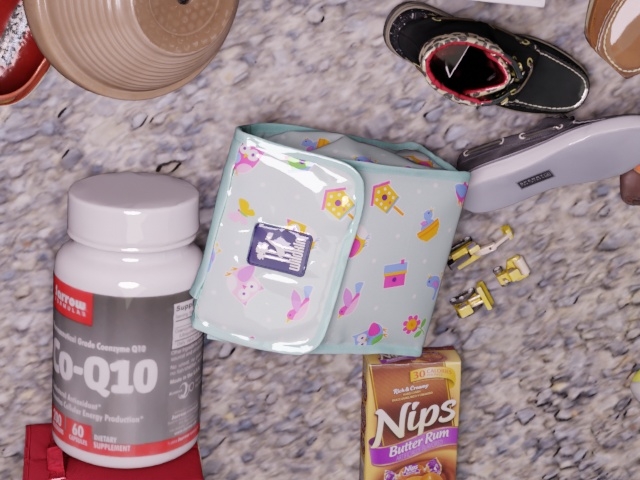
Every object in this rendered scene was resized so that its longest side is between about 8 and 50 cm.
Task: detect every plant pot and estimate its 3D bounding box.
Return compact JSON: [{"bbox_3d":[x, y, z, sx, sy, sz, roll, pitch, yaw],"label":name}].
[{"bbox_3d":[-0.161,-0.246,1.463,0.237,0.110,0.237,-13,112,-34],"label":"plant pot"}]

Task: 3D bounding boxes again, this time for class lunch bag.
[{"bbox_3d":[0.000,0.000,1.565,0.262,0.160,0.223,5,108,-34],"label":"lunch bag"}]

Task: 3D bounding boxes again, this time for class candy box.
[{"bbox_3d":[0.102,0.217,1.743,0.109,0.053,0.186,-2,108,-7],"label":"candy box"}]

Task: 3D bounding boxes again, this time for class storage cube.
[{"bbox_3d":[-0.224,0.316,1.662,0.193,0.183,0.215,-5,109,-8],"label":"storage cube"}]

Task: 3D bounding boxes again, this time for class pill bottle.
[{"bbox_3d":[-0.202,0.081,1.594,0.161,0.161,0.283,1,109,-8],"label":"pill bottle"}]

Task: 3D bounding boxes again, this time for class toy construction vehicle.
[{"bbox_3d":[0.185,0.037,1.701,0.098,0.035,0.086,-27,111,2],"label":"toy construction vehicle"}]

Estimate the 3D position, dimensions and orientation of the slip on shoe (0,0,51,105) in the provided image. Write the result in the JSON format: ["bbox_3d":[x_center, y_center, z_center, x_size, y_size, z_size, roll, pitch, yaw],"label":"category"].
[{"bbox_3d":[-0.270,-0.278,1.494,0.123,0.101,0.331,25,102,-13],"label":"slip on shoe"}]

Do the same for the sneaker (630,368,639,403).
[{"bbox_3d":[0.504,0.053,1.717,0.385,0.145,0.147,-37,89,3],"label":"sneaker"}]

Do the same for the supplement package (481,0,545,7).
[{"bbox_3d":[0.103,-0.322,1.509,0.244,0.139,0.133,4,110,-10],"label":"supplement package"}]

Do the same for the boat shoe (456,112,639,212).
[{"bbox_3d":[0.250,-0.099,1.620,0.229,0.076,0.080,-21,140,22],"label":"boat shoe"}]

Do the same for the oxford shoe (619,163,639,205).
[{"bbox_3d":[0.458,-0.093,1.681,0.271,0.097,0.098,-5,140,-11],"label":"oxford shoe"}]

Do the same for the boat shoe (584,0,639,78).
[{"bbox_3d":[0.391,-0.296,1.475,0.122,0.120,0.324,37,101,-17],"label":"boat shoe"}]

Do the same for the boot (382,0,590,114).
[{"bbox_3d":[0.187,-0.169,1.553,0.236,0.178,0.085,19,105,-14],"label":"boot"}]
